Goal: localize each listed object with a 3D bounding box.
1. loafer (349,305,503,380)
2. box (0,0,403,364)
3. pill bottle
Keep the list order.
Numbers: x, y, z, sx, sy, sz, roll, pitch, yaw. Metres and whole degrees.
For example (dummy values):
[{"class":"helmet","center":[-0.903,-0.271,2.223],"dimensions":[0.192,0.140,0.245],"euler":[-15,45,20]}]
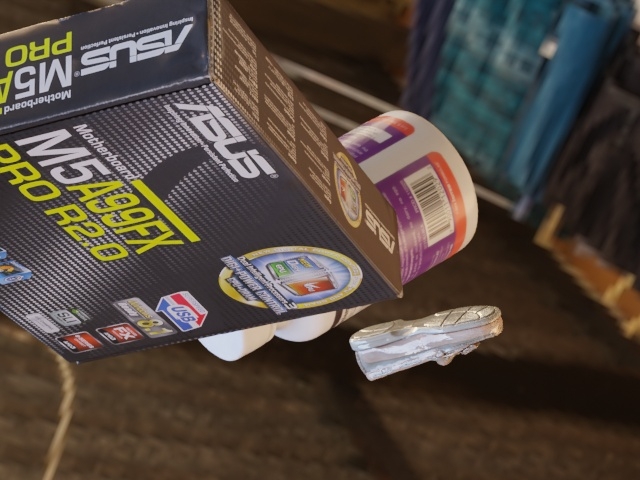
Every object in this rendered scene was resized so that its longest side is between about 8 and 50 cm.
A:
[{"class":"loafer","center":[0.083,0.077,1.487],"dimensions":[0.125,0.039,0.045],"euler":[-11,-166,30]},{"class":"box","center":[-0.101,-0.024,1.071],"dimensions":[0.270,0.216,0.060],"euler":[49,-146,-57]},{"class":"pill bottle","center":[0.000,0.000,1.310],"dimensions":[0.193,0.108,0.108],"euler":[-30,-129,-28]}]
